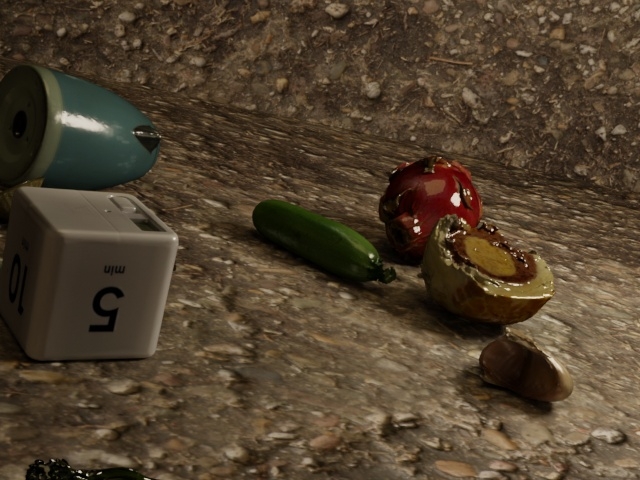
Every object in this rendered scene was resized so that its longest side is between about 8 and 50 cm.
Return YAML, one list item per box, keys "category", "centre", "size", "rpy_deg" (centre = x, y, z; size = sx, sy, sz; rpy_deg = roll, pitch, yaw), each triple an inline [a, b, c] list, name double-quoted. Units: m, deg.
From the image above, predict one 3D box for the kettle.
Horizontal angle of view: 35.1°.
- category: "kettle"
  centre: [-0.522, -0.214, 2.164]
  size: [0.320, 0.247, 0.342]
  rpy_deg: [-6, -9, 42]

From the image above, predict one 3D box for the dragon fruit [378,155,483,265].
- category: "dragon fruit"
  centre: [0.247, -0.071, 2.280]
  size: [0.250, 0.250, 0.315]
  rpy_deg: [26, 12, 34]

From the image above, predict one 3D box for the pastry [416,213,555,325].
- category: "pastry"
  centre: [0.319, 0.082, 1.974]
  size: [0.256, 0.170, 0.236]
  rpy_deg: [8, 37, -35]

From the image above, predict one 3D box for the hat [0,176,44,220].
- category: "hat"
  centre: [-0.562, -0.057, 1.866]
  size: [0.146, 0.067, 0.146]
  rpy_deg: [-26, 5, 2]

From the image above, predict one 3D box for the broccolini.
- category: "broccolini"
  centre: [-0.220, 0.259, 1.088]
  size: [0.203, 0.068, 0.091]
  rpy_deg: [1, 2, -41]

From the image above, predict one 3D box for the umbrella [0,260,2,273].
- category: "umbrella"
  centre: [-0.489, 0.052, 1.552]
  size: [0.143, 0.062, 0.067]
  rpy_deg: [4, 50, -51]

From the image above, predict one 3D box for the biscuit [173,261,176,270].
- category: "biscuit"
  centre: [-0.322, 0.038, 1.810]
  size: [0.130, 0.019, 0.119]
  rpy_deg: [10, 17, -17]

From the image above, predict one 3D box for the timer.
- category: "timer"
  centre: [-0.339, 0.046, 1.460]
  size: [0.194, 0.195, 0.192]
  rpy_deg: [4, 19, -35]

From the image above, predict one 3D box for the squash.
- category: "squash"
  centre: [0.000, 0.000, 2.074]
  size: [0.379, 0.101, 0.101]
  rpy_deg: [28, 21, 35]

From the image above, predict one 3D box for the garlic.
- category: "garlic"
  centre: [0.340, 0.213, 1.683]
  size: [0.174, 0.099, 0.124]
  rpy_deg: [35, 7, 41]
